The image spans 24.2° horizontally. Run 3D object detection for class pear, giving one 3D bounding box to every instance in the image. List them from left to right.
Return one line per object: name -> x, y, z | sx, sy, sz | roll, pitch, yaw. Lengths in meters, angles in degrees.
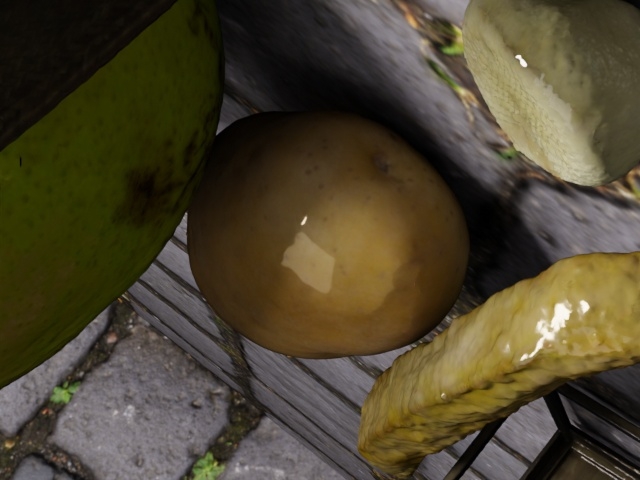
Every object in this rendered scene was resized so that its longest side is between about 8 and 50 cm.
pear -> -0.256, -0.074, 0.796 | 0.391, 0.391, 0.391 | 37, 168, 9

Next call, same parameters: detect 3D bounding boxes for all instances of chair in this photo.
chair -> 0.179, 0.210, 1.058 | 0.141, 0.154, 0.260 | 32, 165, 34

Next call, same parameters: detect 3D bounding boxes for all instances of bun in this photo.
bun -> 0.091, -0.061, 0.537 | 0.086, 0.055, 0.086 | 52, 172, 10

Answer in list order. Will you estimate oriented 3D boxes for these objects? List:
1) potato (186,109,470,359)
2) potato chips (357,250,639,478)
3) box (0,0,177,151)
potato -> 0.000, 0.000, 0.882 | 0.150, 0.146, 0.234 | 9, 178, -20
potato chips -> 0.078, 0.084, 0.840 | 0.080, 0.057, 0.407 | 6, 161, -14
box -> -0.178, -0.174, 0.519 | 0.273, 0.184, 0.143 | 47, 173, 20
